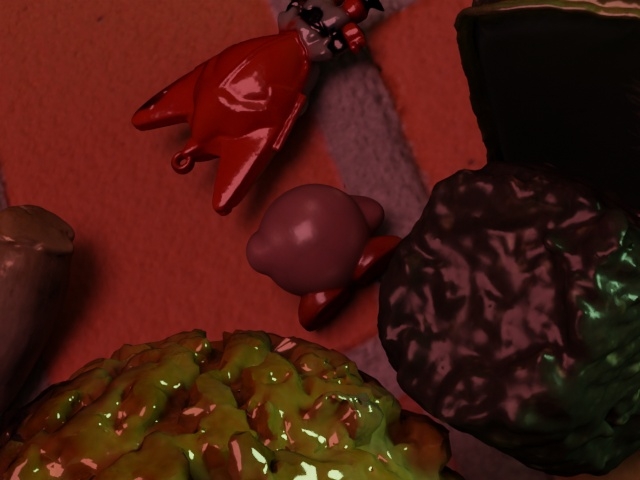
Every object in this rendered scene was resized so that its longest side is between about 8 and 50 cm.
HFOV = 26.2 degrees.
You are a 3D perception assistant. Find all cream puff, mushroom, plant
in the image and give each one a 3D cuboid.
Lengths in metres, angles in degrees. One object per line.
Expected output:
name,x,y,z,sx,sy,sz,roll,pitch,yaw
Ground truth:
cream puff,-0.083,0.183,0.609,0.231,0.343,0.327,36,80,0
mushroom,-0.240,0.103,0.883,0.099,0.096,0.278,22,76,34
plant,0.116,0.039,0.649,0.142,0.203,0.131,32,92,25

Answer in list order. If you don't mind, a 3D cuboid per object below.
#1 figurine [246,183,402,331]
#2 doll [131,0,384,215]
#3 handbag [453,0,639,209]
figurine,0.000,0.000,0.810,0.083,0.067,0.071,-37,74,-9
doll,-0.035,-0.105,0.883,0.169,0.057,0.109,-47,57,3
handbag,0.196,-0.146,0.648,0.222,0.263,0.241,15,77,16
